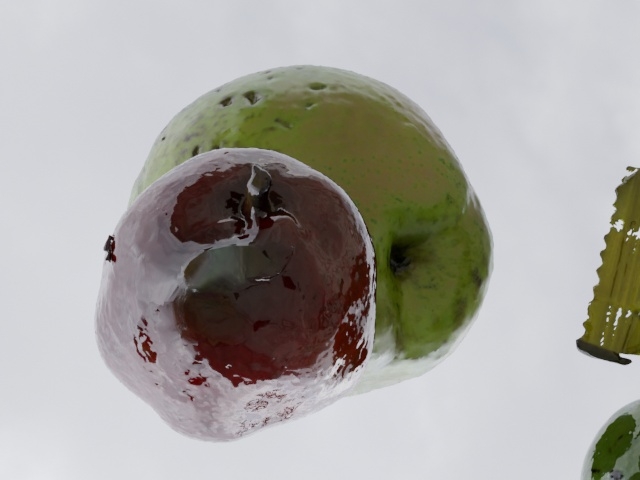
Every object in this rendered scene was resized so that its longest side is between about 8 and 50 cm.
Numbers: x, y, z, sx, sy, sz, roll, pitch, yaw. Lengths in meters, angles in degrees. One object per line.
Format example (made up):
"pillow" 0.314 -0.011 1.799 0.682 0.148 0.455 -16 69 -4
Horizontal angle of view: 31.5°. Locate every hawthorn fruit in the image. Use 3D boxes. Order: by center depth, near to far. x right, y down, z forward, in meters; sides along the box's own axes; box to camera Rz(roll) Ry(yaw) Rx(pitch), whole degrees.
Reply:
"hawthorn fruit" -0.050 0.022 0.694 0.185 0.202 0.185 4 -123 -6

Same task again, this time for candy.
"candy" 0.381 0.057 0.961 0.081 0.297 0.187 93 -165 -73

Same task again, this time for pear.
"pear" 0.000 0.000 1.192 0.391 0.391 0.391 18 -114 -45

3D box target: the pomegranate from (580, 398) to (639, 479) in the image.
"pomegranate" 0.326 0.205 0.948 0.179 0.210 0.179 43 -151 -31
